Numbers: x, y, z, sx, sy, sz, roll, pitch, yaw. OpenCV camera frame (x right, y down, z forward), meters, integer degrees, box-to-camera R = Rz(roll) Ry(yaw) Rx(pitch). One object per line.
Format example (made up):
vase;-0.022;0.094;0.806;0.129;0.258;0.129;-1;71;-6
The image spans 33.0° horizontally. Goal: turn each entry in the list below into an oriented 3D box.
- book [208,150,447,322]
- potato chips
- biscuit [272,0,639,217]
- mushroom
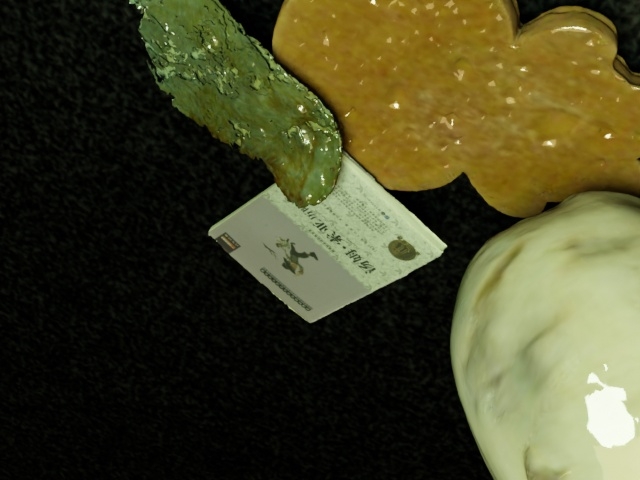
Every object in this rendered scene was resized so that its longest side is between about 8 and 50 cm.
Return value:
book;0.000;0.000;0.881;0.127;0.014;0.182;42;139;-16
potato chips;-0.068;-0.110;0.809;0.142;0.026;0.209;-23;104;52
biscuit;0.106;-0.108;0.767;0.289;0.044;0.202;15;133;5
mushroom;0.262;0.085;0.740;0.336;0.314;0.314;-30;115;9
